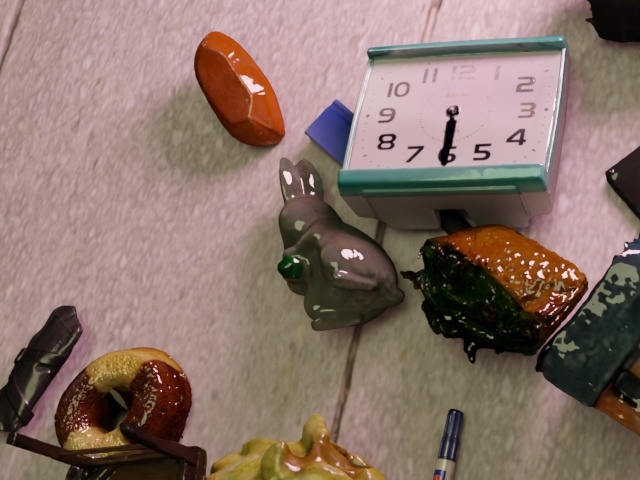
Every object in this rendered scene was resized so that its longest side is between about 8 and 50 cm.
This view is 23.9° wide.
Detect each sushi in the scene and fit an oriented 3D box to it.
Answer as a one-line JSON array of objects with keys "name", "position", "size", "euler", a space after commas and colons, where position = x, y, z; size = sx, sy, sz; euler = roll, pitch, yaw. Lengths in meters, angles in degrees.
[{"name": "sushi", "position": [0.210, 0.074, 1.739], "size": [0.140, 0.149, 0.287], "euler": [-24, 31, -18]}]

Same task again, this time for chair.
[{"name": "chair", "position": [-0.211, 0.314, 1.705], "size": [0.186, 0.319, 0.160], "euler": [-6, 67, 23]}]

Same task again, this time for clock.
[{"name": "clock", "position": [0.172, -0.131, 1.866], "size": [0.262, 0.116, 0.231], "euler": [0, 57, 21]}]

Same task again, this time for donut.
[{"name": "donut", "position": [-0.255, 0.216, 1.915], "size": [0.184, 0.073, 0.166], "euler": [-37, 62, 5]}]

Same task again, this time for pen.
[{"name": "pen", "position": [0.137, 0.294, 1.747], "size": [0.025, 0.025, 0.204], "euler": [5, 70, 24]}]

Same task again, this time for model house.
[{"name": "model house", "position": [0.397, 0.144, 1.602], "size": [0.291, 0.253, 0.184], "euler": [40, 100, 14]}]

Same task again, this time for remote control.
[{"name": "remote control", "position": [0.177, -0.009, 1.867], "size": [0.034, 0.016, 0.091], "euler": [-44, 59, 5]}]

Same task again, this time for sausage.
[{"name": "sausage", "position": [-0.113, -0.203, 2.030], "size": [0.089, 0.089, 0.179], "euler": [-35, 69, 5]}]

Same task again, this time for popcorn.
[{"name": "popcorn", "position": [-0.036, 0.330, 1.710], "size": [0.255, 0.195, 0.256], "euler": [-50, 41, -10]}]

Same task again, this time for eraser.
[{"name": "eraser", "position": [0.029, -0.136, 1.975], "size": [0.063, 0.027, 0.084], "euler": [-45, 59, -2]}]

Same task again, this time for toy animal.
[{"name": "toy animal", "position": [0.001, 0.002, 1.893], "size": [0.125, 0.127, 0.251], "euler": [-42, 44, 14]}]

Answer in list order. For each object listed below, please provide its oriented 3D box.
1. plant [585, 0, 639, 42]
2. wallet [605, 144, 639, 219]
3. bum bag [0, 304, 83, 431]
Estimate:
[{"name": "plant", "position": [0.397, -0.326, 1.846], "size": [0.256, 0.142, 0.164], "euler": [30, 82, 18]}, {"name": "wallet", "position": [0.486, -0.114, 1.780], "size": [0.285, 0.030, 0.146], "euler": [-38, 56, 5]}, {"name": "bum bag", "position": [-0.374, 0.174, 1.997], "size": [0.198, 0.049, 0.087], "euler": [-56, 36, -7]}]
